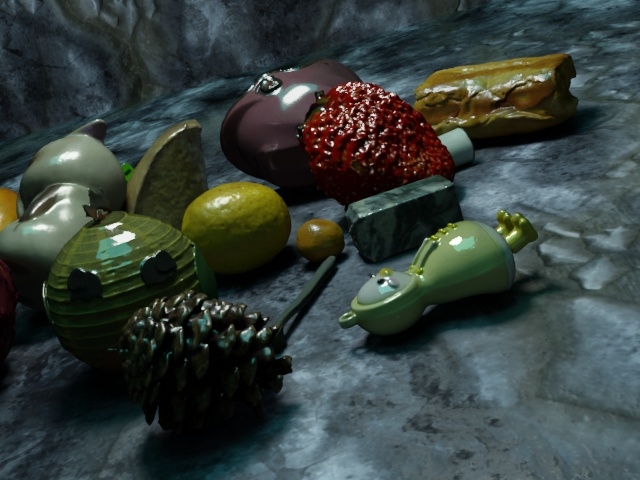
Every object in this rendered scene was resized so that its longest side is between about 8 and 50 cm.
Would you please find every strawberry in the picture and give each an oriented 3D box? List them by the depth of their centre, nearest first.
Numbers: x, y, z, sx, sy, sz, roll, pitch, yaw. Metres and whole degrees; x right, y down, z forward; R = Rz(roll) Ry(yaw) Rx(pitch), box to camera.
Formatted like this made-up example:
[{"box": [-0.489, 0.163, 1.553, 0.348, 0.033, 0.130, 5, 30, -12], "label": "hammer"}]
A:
[{"box": [0.103, -0.177, 1.764, 0.258, 0.261, 0.261, -15, 17, 33], "label": "strawberry"}]

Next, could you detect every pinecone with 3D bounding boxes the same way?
[{"box": [-0.149, 0.150, 1.196, 0.205, 0.179, 0.184, 3, 19, -32], "label": "pinecone"}]

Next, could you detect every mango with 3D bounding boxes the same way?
[{"box": [-0.775, -0.041, 2.250, 0.187, 0.138, 0.257, -39, 21, -22], "label": "mango"}]

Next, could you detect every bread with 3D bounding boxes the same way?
[{"box": [0.369, -0.291, 1.999, 0.344, 0.148, 0.195, -3, 24, 30], "label": "bread"}]

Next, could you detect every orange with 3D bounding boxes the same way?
[{"box": [0.000, 0.000, 1.618, 0.085, 0.085, 0.085, -15, 20, 5], "label": "orange"}]

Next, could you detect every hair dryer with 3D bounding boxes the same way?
[{"box": [0.210, -0.187, 1.970, 0.131, 0.073, 0.236, -22, 18, -13], "label": "hair dryer"}]

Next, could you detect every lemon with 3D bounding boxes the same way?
[{"box": [-0.146, -0.024, 1.670, 0.207, 0.169, 0.170, -18, 19, -23], "label": "lemon"}]

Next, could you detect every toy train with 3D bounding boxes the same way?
[{"box": [-0.473, -0.120, 2.224, 0.042, 0.044, 0.209, -48, 4, -29], "label": "toy train"}]

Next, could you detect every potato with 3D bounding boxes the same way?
[{"box": [-0.344, -0.114, 1.940, 0.190, 0.264, 0.211, -15, 23, -24], "label": "potato"}]

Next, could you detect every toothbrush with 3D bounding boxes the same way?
[{"box": [-0.026, 0.091, 1.465, 0.030, 0.030, 0.297, -17, 16, 25], "label": "toothbrush"}]

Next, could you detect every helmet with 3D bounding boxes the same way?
[{"box": [-0.024, -0.217, 1.987, 0.338, 0.270, 0.197, -24, 42, -11], "label": "helmet"}]

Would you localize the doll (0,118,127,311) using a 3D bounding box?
[{"box": [-0.478, -0.031, 1.759, 0.226, 0.215, 0.370, -7, 52, 2], "label": "doll"}]

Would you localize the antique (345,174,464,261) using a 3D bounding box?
[{"box": [0.138, -0.037, 1.591, 0.183, 0.088, 0.086, -19, 19, -7], "label": "antique"}]

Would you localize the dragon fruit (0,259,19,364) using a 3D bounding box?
[{"box": [-0.635, 0.108, 1.501, 0.329, 0.329, 0.329, -15, 20, 5], "label": "dragon fruit"}]

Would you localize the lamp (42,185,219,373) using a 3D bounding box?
[{"box": [-0.286, 0.054, 1.398, 0.250, 0.284, 0.250, -14, 15, 4], "label": "lamp"}]

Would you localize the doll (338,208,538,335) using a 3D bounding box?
[{"box": [0.157, 0.046, 1.307, 0.297, 0.117, 0.141, -21, 17, -13], "label": "doll"}]
